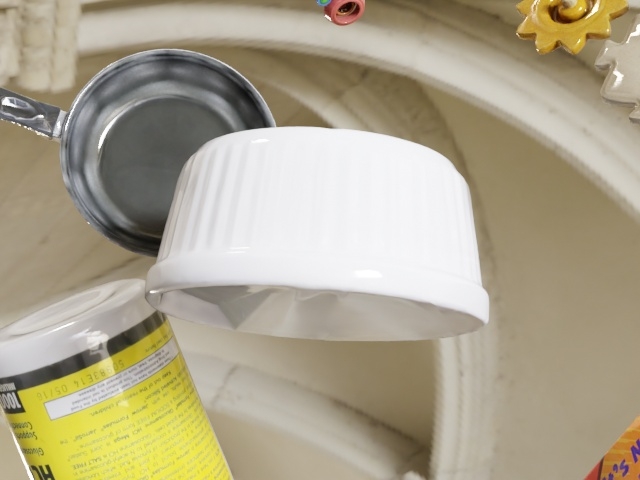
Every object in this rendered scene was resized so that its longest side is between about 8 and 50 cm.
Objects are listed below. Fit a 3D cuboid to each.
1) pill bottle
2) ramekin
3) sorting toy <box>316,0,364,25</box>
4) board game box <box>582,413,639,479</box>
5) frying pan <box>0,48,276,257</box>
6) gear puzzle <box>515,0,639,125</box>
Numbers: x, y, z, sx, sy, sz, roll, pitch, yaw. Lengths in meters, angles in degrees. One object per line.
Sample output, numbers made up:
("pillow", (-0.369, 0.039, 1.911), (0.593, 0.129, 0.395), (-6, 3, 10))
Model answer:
("pill bottle", (-0.198, 0.222, 1.250), (0.188, 0.188, 0.333), (-9, -75, 53))
("ramekin", (0.000, 0.000, 0.987), (0.273, 0.273, 0.127), (-13, -110, 53))
("sorting toy", (0.018, -0.282, 1.350), (0.102, 0.061, 0.042), (92, -23, -52))
("board game box", (0.446, 0.244, 0.833), (0.356, 0.356, 0.356), (-54, -151, 16))
("frying pan", (-0.199, -0.070, 1.109), (0.053, 0.326, 0.197), (120, -37, -75))
("gear puzzle", (0.286, -0.135, 0.847), (0.339, 0.175, 0.044), (13, -25, 34))
